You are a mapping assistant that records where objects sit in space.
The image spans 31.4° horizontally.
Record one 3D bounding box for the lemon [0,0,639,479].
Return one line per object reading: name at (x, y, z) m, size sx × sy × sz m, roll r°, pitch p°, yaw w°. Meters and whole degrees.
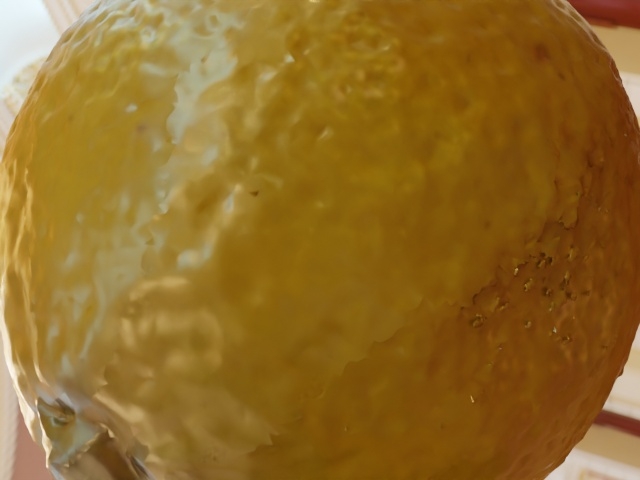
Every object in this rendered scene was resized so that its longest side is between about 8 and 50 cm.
lemon at (0.001, -0.001, 0.476) m, size 0.293 × 0.293 × 0.293 m, roll -47°, pitch -35°, yaw -50°
